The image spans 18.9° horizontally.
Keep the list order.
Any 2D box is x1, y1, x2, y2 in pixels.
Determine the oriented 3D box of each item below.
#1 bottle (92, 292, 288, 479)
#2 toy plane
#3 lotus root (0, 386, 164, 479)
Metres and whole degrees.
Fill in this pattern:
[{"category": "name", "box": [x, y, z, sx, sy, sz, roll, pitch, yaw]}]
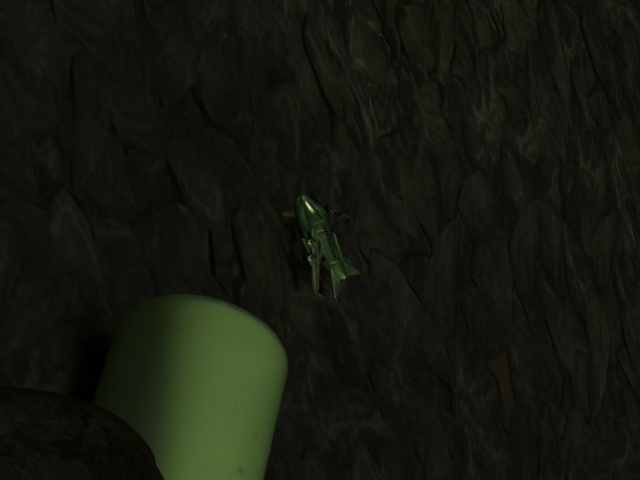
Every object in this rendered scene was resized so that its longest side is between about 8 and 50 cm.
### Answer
[{"category": "bottle", "box": [-0.088, 0.151, 1.016, 0.104, 0.104, 0.245, 52, 37, -39]}, {"category": "toy plane", "box": [0.000, 0.000, 1.307, 0.083, 0.031, 0.078, 57, 35, -35]}, {"category": "lotus root", "box": [-0.192, 0.147, 0.804, 0.322, 0.140, 0.158, -6, 109, -54]}]
